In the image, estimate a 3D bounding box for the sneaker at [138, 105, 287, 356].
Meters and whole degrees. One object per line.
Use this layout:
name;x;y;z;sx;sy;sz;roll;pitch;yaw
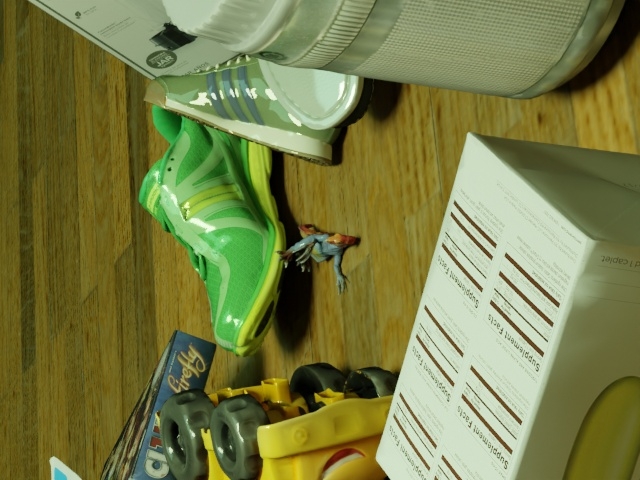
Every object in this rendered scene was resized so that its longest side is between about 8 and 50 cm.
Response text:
sneaker;-0.099;-0.016;1.711;0.109;0.123;0.295;104;161;-48

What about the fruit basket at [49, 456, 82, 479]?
fruit basket;-0.171;0.371;1.538;0.353;0.165;0.327;16;110;59

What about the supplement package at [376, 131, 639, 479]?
supplement package;0.163;0.071;1.022;0.149;0.194;0.203;-128;48;-59

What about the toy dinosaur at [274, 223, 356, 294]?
toy dinosaur;0.000;0.000;1.604;0.082;0.047;0.090;-31;44;39

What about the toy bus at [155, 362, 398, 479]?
toy bus;-0.021;0.209;1.492;0.220;0.149;0.211;-7;91;63

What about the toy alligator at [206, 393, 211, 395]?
toy alligator;-0.068;0.160;1.707;0.051;0.056;0.189;-46;16;-17

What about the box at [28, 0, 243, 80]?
box;-0.162;-0.254;1.671;0.169;0.290;0.087;-27;55;27

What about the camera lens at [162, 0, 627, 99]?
camera lens;0.054;-0.212;1.237;0.219;0.274;0.219;-174;90;-66

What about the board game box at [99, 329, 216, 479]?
board game box;-0.165;0.214;1.726;0.243;0.042;0.165;120;167;-47

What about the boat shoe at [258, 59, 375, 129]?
boat shoe;-0.002;-0.215;1.600;0.114;0.091;0.303;-33;58;32

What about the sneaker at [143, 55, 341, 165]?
sneaker;-0.058;-0.131;1.660;0.192;0.064;0.086;20;91;28
